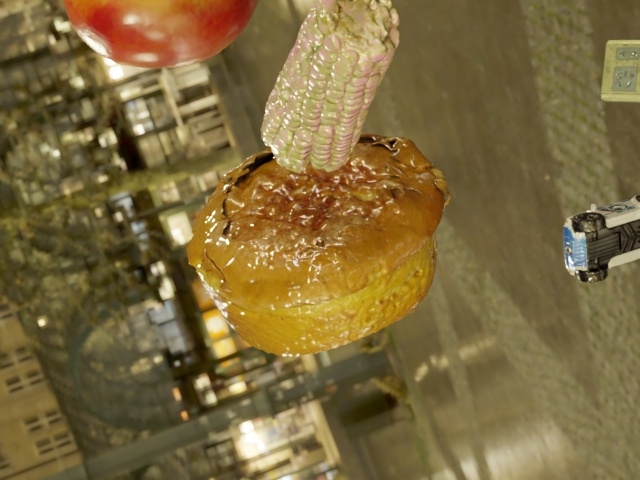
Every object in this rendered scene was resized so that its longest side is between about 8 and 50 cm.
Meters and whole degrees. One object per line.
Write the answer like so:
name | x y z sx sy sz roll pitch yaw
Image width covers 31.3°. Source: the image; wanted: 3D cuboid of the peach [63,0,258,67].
peach | -0.293 -0.486 2.104 0.388 0.388 0.388 160 90 -85

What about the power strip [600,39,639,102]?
power strip | 0.525 -0.241 1.632 0.034 0.268 0.092 6 -89 -52

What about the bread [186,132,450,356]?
bread | 0.003 -0.001 1.604 0.337 0.358 0.204 45 159 44

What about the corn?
corn | 0.010 -0.180 1.274 0.335 0.126 0.126 118 133 -67

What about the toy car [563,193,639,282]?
toy car | 0.369 -0.010 1.402 0.070 0.171 0.080 26 128 60
